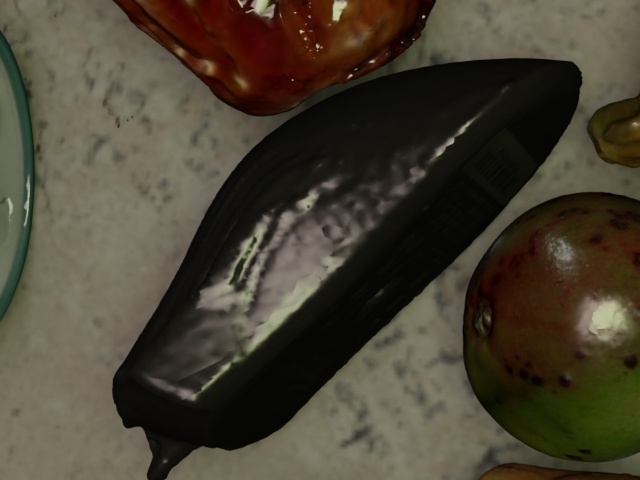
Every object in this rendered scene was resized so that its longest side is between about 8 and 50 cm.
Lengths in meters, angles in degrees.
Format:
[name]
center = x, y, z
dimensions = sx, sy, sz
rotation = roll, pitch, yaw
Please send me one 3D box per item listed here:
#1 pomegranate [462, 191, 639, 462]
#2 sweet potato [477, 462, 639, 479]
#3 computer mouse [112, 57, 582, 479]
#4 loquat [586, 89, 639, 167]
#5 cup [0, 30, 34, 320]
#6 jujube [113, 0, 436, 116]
[pomegranate]
center = 0.124, 0.036, 0.832
dimensions = 0.130, 0.130, 0.130
rotation = 0, 89, 8
[sweet potato]
center = 0.164, 0.145, 0.837
dimensions = 0.252, 0.097, 0.097
rotation = 1, 89, 4
[computer mouse]
center = 0.000, 0.000, 0.838
dimensions = 0.088, 0.147, 0.264
rotation = 43, 91, 17
[loquat]
center = 0.216, -0.065, 0.804
dimensions = 0.204, 0.149, 0.172
rotation = -15, 91, 19
[cup]
center = -0.242, -0.031, 0.863
dimensions = 0.173, 0.167, 0.299
rotation = 2, 63, 15
[jujube]
center = -0.058, -0.197, 0.823
dimensions = 0.197, 0.197, 0.290
rotation = -29, 100, 6
